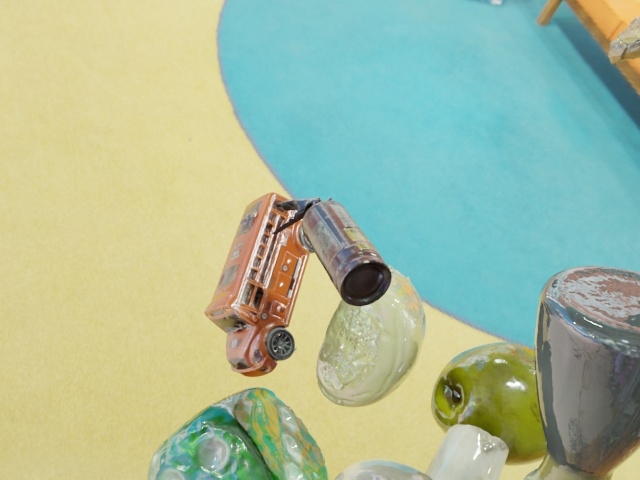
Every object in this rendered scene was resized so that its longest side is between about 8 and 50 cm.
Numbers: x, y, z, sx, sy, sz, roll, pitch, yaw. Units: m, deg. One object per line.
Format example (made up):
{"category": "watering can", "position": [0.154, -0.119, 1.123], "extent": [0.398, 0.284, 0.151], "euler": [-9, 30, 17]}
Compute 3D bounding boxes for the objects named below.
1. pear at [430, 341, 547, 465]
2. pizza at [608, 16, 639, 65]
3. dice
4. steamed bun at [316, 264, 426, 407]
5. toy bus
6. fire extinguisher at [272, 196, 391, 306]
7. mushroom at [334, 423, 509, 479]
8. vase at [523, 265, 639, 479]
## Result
{"category": "pear", "position": [0.380, 0.336, 1.301], "extent": [0.307, 0.253, 0.252], "euler": [23, 45, -25]}
{"category": "pizza", "position": [0.728, -0.413, 1.254], "extent": [0.324, 0.089, 0.223], "euler": [-13, 20, 18]}
{"category": "dice", "position": [-0.165, 0.508, 1.352], "extent": [0.300, 0.287, 0.297], "euler": [56, 13, 19]}
{"category": "steamed bun", "position": [0.122, 0.196, 1.257], "extent": [0.166, 0.272, 0.232], "euler": [25, 8, 27]}
{"category": "toy bus", "position": [-0.112, 0.082, 1.194], "extent": [0.153, 0.143, 0.329], "euler": [29, 63, -26]}
{"category": "fire extinguisher", "position": [0.002, -0.007, 0.910], "extent": [0.106, 0.075, 0.252], "euler": [-12, 37, -16]}
{"category": "mushroom", "position": [0.163, 0.507, 1.099], "extent": [0.353, 0.325, 0.353], "euler": [24, 44, -26]}
{"category": "vase", "position": [0.319, 0.205, 0.751], "extent": [0.174, 0.320, 0.173], "euler": [3, 26, -2]}
